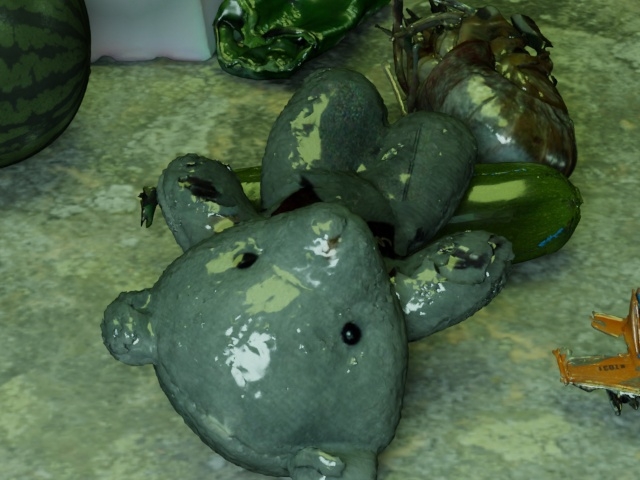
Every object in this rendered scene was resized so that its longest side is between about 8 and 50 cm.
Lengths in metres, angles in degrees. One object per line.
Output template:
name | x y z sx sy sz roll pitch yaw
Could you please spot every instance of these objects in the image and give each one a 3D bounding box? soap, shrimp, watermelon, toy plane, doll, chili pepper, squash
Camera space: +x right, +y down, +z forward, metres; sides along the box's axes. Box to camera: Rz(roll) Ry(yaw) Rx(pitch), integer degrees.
soap | -0.137 -0.286 1.787 0.192 0.109 0.324 1 32 2
shrimp | 0.110 -0.141 1.549 0.145 0.116 0.343 12 24 -23
watermelon | -0.290 -0.155 1.502 0.212 0.212 0.212 -1 33 1
toy plane | 0.227 0.107 1.223 0.135 0.062 0.188 -3 47 -3
doll | 0.000 -0.002 1.237 0.246 0.158 0.340 25 57 8
chili pepper | -0.002 -0.202 1.698 0.108 0.062 0.216 33 45 27
squash | 0.029 -0.018 1.385 0.331 0.087 0.087 1 33 -1
